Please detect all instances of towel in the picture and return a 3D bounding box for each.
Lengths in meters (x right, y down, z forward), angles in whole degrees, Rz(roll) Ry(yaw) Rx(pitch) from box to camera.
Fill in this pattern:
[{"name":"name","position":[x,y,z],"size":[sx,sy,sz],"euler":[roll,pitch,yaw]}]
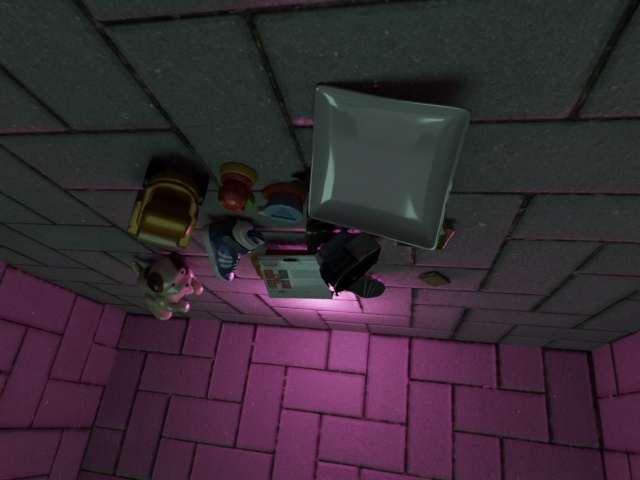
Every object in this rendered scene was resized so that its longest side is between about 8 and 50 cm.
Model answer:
[{"name":"towel","position":[0.552,0.188,1.999],"size":[0.148,0.027,0.110],"euler":[27,150,-36]}]

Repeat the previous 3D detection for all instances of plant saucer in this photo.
[{"name":"plant saucer","position":[0.382,-0.026,1.523],"size":[0.187,0.045,0.188],"euler":[6,157,4]}]

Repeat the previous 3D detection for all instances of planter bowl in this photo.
[{"name":"planter bowl","position":[-0.254,0.146,2.066],"size":[0.216,0.091,0.217],"euler":[7,157,3]}]

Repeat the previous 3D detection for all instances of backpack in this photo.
[{"name":"backpack","position":[0.109,0.070,1.605],"size":[0.253,0.191,0.225],"euler":[-35,164,-6]}]

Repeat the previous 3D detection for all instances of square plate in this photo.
[{"name":"square plate","position":[0.142,-0.171,0.982],"size":[0.346,0.049,0.345],"euler":[16,124,17]}]

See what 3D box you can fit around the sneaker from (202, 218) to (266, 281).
[{"name":"sneaker","position":[-0.335,0.049,1.721],"size":[0.235,0.130,0.323],"euler":[-2,131,8]}]

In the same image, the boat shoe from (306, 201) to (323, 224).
[{"name":"boat shoe","position":[0.059,-0.097,1.417],"size":[0.232,0.079,0.084],"euler":[-5,153,24]}]

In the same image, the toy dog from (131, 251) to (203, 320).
[{"name":"toy dog","position":[-0.816,0.205,2.216],"size":[0.396,0.284,0.407],"euler":[52,147,-6]}]

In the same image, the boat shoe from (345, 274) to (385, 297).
[{"name":"boat shoe","position":[0.173,0.212,2.093],"size":[0.319,0.103,0.118],"euler":[8,118,-10]}]

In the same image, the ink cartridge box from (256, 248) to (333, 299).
[{"name":"ink cartridge box","position":[-0.102,0.129,1.866],"size":[0.308,0.130,0.272],"euler":[0,129,14]}]

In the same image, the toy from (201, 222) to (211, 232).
[{"name":"toy","position":[-0.400,0.005,1.823],"size":[0.237,0.056,0.136],"euler":[20,153,-27]}]

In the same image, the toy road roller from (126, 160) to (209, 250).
[{"name":"toy road roller","position":[-0.503,-0.074,1.334],"size":[0.202,0.241,0.330],"euler":[17,124,-22]}]

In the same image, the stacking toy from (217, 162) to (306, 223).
[{"name":"stacking toy","position":[-0.220,-0.109,1.404],"size":[0.308,0.131,0.279],"euler":[17,155,-21]}]

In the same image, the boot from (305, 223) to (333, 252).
[{"name":"boot","position":[0.000,0.000,1.656],"size":[0.106,0.082,0.219],"euler":[7,155,6]}]

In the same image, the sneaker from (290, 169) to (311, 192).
[{"name":"sneaker","position":[-0.004,-0.175,1.291],"size":[0.170,0.051,0.089],"euler":[21,154,-18]}]

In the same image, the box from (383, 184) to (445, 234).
[{"name":"box","position":[0.252,-0.137,1.165],"size":[0.141,0.154,0.300],"euler":[-6,155,28]}]
